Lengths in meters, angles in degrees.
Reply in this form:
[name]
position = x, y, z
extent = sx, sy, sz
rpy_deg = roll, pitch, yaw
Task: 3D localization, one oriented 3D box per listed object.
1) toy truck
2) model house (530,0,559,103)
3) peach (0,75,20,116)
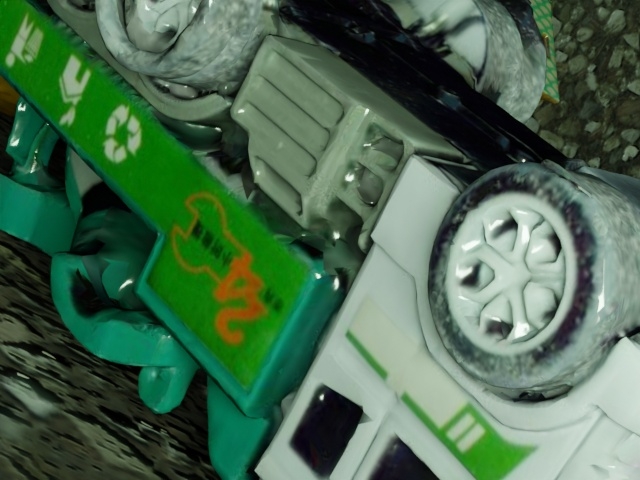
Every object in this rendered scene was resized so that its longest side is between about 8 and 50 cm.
[toy truck]
position = 0.004, -0.005, 0.565
extent = 0.176, 0.178, 0.363
rpy_deg = 7, 24, -45
[model house]
position = 0.046, -0.085, 1.030
extent = 0.178, 0.206, 0.271
rpy_deg = 25, 10, -29
[peach]
position = -0.123, -0.240, 0.899
extent = 0.372, 0.290, 0.373
rpy_deg = 21, 49, -26
